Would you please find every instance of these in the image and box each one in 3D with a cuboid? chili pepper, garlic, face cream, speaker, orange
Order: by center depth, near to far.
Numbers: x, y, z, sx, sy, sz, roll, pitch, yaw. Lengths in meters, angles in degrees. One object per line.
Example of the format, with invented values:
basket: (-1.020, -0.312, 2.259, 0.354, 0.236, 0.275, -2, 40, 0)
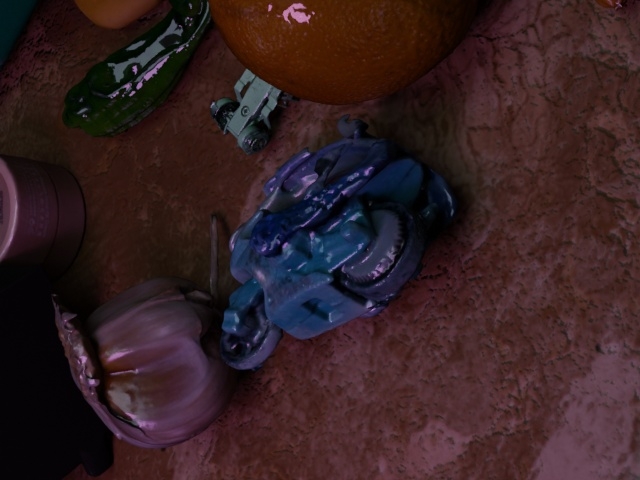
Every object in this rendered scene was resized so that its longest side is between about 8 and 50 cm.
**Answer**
orange: (0.021, -0.250, 1.116, 0.264, 0.264, 0.264, -5, 81, 36)
garlic: (-0.183, 0.079, 1.262, 0.207, 0.207, 0.257, 1, 77, 37)
speaker: (-0.386, 0.185, 1.337, 0.184, 0.232, 0.254, -3, 114, 37)
chili pepper: (-0.202, -0.194, 1.385, 0.257, 0.074, 0.100, -38, 71, 21)
face cream: (-0.365, -0.025, 1.462, 0.149, 0.104, 0.149, -5, 82, 37)

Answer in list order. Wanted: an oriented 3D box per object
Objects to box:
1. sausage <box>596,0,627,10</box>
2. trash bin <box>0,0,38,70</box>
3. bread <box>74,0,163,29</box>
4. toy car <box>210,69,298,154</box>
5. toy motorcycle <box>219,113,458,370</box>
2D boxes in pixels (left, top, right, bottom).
sausage: (0.233, -0.280, 1.079, 0.183, 0.054, 0.062, 65, 152, 21)
trash bin: (-0.425, -0.328, 1.406, 0.381, 0.259, 0.295, -53, 51, 48)
bread: (-0.165, -0.350, 1.365, 0.305, 0.091, 0.142, -24, 76, 33)
toy car: (-0.052, -0.160, 1.277, 0.073, 0.054, 0.143, 44, 111, 30)
toy motorcycle: (0.000, 0.000, 1.173, 0.260, 0.154, 0.206, -30, 44, 34)
